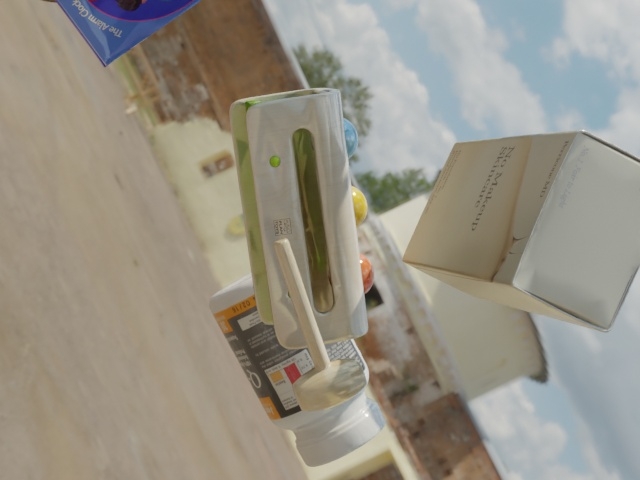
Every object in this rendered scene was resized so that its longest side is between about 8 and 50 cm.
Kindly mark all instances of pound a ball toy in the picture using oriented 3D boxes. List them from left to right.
[{"bbox_3d":[0.000,0.000,1.158,0.208,0.135,0.319,-146,-133,-73],"label":"pound a ball toy"}]

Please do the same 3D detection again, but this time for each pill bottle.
[{"bbox_3d":[-0.029,0.168,1.504,0.279,0.162,0.162,62,-4,-2],"label":"pill bottle"}]

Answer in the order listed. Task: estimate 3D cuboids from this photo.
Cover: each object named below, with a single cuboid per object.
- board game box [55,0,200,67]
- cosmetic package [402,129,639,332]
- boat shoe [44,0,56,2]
[{"bbox_3d":[-0.223,-0.373,1.101,0.078,0.233,0.347,53,-4,35],"label":"board game box"},{"bbox_3d":[0.206,-0.015,1.082,0.113,0.160,0.309,25,-4,-13],"label":"cosmetic package"},{"bbox_3d":[-0.424,-0.390,1.471,0.206,0.073,0.073,19,-1,-23],"label":"boat shoe"}]
